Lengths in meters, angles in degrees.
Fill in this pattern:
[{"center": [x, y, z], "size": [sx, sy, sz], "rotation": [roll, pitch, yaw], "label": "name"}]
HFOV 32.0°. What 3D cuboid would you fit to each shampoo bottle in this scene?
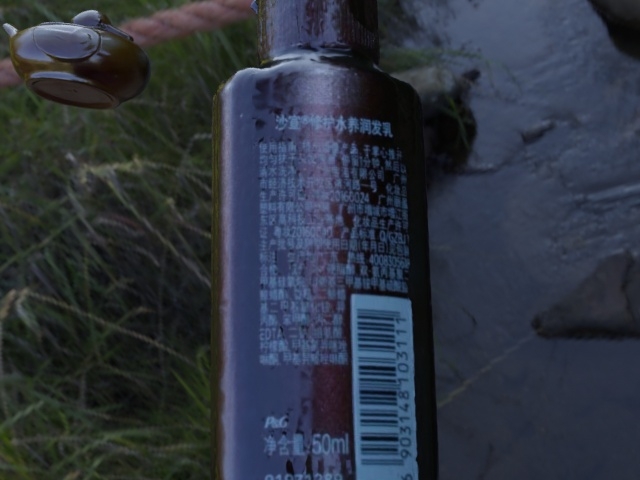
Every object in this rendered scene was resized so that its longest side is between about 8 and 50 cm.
[{"center": [0.000, 0.000, 0.622], "size": [0.129, 0.084, 0.323], "rotation": [1, 75, -13], "label": "shampoo bottle"}]

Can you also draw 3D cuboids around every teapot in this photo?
[{"center": [-0.206, -0.160, 0.947], "size": [0.129, 0.098, 0.078], "rotation": [8, 75, 7], "label": "teapot"}]
